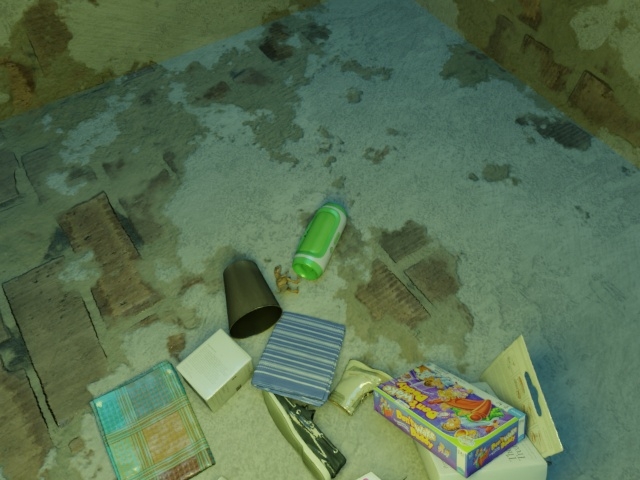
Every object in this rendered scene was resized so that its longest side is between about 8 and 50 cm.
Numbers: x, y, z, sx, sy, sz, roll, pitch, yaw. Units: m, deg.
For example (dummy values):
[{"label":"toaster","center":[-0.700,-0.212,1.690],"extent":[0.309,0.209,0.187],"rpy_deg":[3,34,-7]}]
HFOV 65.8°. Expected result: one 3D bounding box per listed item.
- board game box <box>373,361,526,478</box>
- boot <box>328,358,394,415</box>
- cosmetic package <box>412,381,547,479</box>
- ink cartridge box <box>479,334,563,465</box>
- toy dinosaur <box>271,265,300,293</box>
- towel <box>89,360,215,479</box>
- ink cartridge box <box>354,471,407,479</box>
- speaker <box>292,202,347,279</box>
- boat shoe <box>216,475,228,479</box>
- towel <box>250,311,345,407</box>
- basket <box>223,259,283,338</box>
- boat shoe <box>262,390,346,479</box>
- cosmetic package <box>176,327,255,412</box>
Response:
[{"label":"board game box","center":[0.348,0.479,1.378],"extent":[0.233,0.078,0.347],"rpy_deg":[-15,20,-32]},{"label":"boot","center":[0.142,0.485,1.566],"extent":[0.213,0.077,0.165],"rpy_deg":[16,56,35]},{"label":"cosmetic package","center":[0.415,0.556,1.416],"extent":[0.284,0.097,0.377],"rpy_deg":[-6,17,-5]},{"label":"ink cartridge box","center":[0.594,0.478,1.426],"extent":[0.091,0.385,0.308],"rpy_deg":[-5,57,-5]},{"label":"toy dinosaur","center":[-0.131,0.162,1.779],"extent":[0.112,0.064,0.211],"rpy_deg":[7,21,-12]},{"label":"towel","center":[-0.518,0.583,1.517],"extent":[0.271,0.040,0.370],"rpy_deg":[-26,62,-17]},{"label":"ink cartridge box","center":[0.056,0.727,1.365],"extent":[0.371,0.176,0.069],"rpy_deg":[-19,59,-15]},{"label":"speaker","center":[0.000,0.000,1.871],"extent":[0.131,0.131,0.296],"rpy_deg":[20,58,10]},{"label":"boat shoe","center":[-0.391,0.749,1.369],"extent":[0.302,0.113,0.103],"rpy_deg":[-34,70,-21]},{"label":"towel","center":[-0.062,0.376,1.618],"extent":[0.243,0.040,0.336],"rpy_deg":[13,36,8]},{"label":"basket","center":[-0.253,0.193,1.718],"extent":[0.204,0.154,0.227],"rpy_deg":[-37,52,15]},{"label":"boat shoe","center":[-0.048,0.564,1.501],"extent":[0.113,0.127,0.340],"rpy_deg":[-26,53,-30]},{"label":"cosmetic package","center":[-0.327,0.412,1.570],"extent":[0.151,0.151,0.183],"rpy_deg":[40,65,21]}]
